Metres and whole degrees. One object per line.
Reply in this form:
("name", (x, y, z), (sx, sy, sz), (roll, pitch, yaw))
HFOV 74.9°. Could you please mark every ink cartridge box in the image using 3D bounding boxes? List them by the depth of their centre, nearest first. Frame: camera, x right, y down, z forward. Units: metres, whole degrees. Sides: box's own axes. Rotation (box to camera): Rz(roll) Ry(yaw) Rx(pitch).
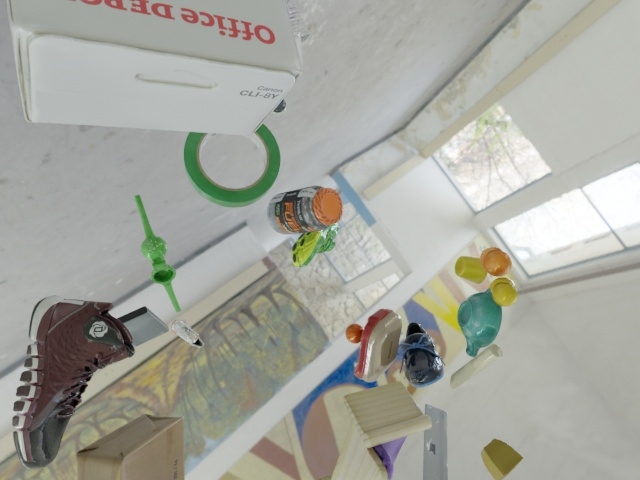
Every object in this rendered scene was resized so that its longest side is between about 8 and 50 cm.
("ink cartridge box", (-0.211, -0.335, 0.495), (0.279, 0.385, 0.160), (-6, 167, -33))

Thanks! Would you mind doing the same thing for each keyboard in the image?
("keyboard", (0.324, 0.592, 1.178), (0.256, 0.072, 0.014), (-72, -179, -47))

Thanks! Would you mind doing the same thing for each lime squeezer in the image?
("lime squeezer", (-0.386, 0.049, 0.982), (0.058, 0.311, 0.110), (-25, -160, -33))

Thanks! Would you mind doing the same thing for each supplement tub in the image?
("supplement tub", (-0.041, -0.078, 1.088), (0.190, 0.117, 0.117), (-6, -158, 45))

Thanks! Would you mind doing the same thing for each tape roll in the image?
("tape roll", (-0.300, -0.276, 1.428), (0.321, 0.321, 0.077), (-37, -177, -17))

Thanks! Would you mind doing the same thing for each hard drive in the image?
("hard drive", (-0.446, 0.214, 1.032), (0.094, 0.022, 0.135), (-25, 151, -10))

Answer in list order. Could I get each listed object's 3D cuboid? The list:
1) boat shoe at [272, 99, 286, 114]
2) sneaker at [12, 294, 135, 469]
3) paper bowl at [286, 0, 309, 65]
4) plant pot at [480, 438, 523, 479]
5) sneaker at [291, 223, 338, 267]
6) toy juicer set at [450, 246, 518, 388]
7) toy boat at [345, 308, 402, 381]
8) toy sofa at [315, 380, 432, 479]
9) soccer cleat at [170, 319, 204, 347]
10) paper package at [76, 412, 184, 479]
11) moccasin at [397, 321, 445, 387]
("boat shoe", (-0.244, -0.599, 1.662), (0.095, 0.254, 0.079), (-45, 169, -15))
("sneaker", (-0.409, 0.235, 0.717), (0.162, 0.282, 0.106), (1, 169, -10))
("paper bowl", (-0.157, -0.423, 0.969), (0.284, 0.148, 0.284), (-25, -159, 10))
("plant pot", (0.502, 0.613, 1.175), (0.081, 0.083, 0.081), (-29, 141, -20))
("sneaker", (0.000, 0.000, 1.462), (0.109, 0.123, 0.295), (-19, -155, 38))
("toy juicer set", (0.384, 0.171, 0.944), (0.209, 0.089, 0.329), (126, -23, -67))
("toy boat", (0.139, 0.296, 1.228), (0.151, 0.151, 0.231), (-23, 127, -45))
("toy sofa", (0.114, 0.497, 0.902), (0.150, 0.177, 0.363), (-4, 124, -25))
("soccer cleat", (-0.246, 0.174, 0.779), (0.029, 0.035, 0.083), (-55, 144, -28))
("paper package", (-0.572, 0.755, 1.295), (0.168, 0.325, 0.309), (-3, 180, 16))
("moccasin", (0.299, 0.352, 1.323), (0.137, 0.117, 0.342), (-21, -178, 5))
